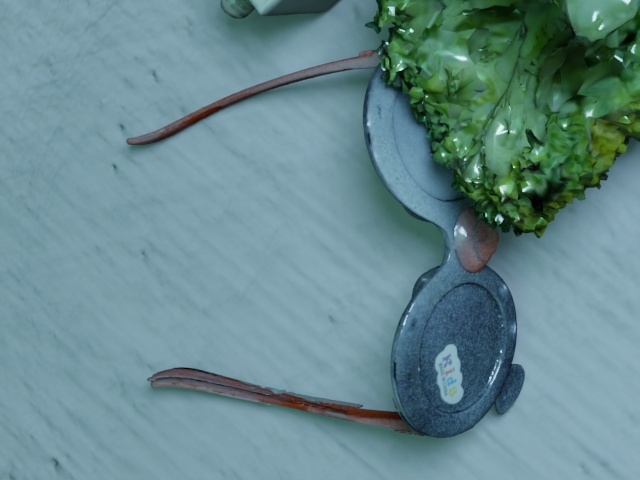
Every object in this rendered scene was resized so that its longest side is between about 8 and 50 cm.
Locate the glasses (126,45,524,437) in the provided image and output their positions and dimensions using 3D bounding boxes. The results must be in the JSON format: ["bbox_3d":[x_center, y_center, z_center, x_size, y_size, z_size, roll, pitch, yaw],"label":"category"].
[{"bbox_3d":[0.000,0.000,0.912,0.268,0.118,0.234,1,100,47],"label":"glasses"}]

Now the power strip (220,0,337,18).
[{"bbox_3d":[0.058,-0.232,0.811,0.338,0.098,0.058,-39,83,27],"label":"power strip"}]

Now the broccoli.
[{"bbox_3d":[0.114,-0.111,0.732,0.194,0.194,0.219,4,90,27],"label":"broccoli"}]
